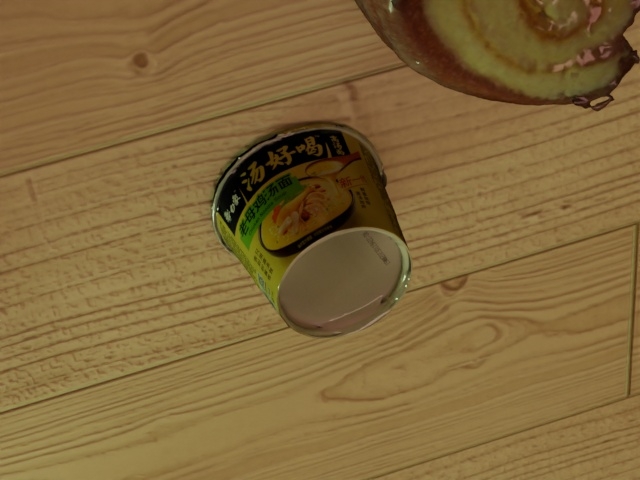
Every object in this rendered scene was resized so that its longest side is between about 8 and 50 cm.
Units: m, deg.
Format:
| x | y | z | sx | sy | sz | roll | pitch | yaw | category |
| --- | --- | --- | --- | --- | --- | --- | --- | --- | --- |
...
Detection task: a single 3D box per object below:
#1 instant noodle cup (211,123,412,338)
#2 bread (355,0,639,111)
| x | y | z | sx | sy | sz | roll | pitch | yaw | category |
| --- | --- | --- | --- | --- | --- | --- | --- | --- | --- |
| 0.000 | 0.000 | 1.152 | 0.151 | 0.122 | 0.151 | -13 | 135 | -13 | instant noodle cup |
| 0.129 | -0.191 | 1.037 | 0.190 | 0.123 | 0.244 | -37 | 132 | 14 | bread |
